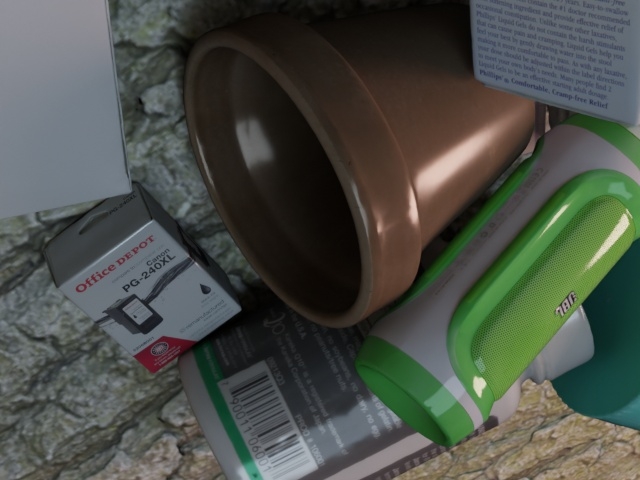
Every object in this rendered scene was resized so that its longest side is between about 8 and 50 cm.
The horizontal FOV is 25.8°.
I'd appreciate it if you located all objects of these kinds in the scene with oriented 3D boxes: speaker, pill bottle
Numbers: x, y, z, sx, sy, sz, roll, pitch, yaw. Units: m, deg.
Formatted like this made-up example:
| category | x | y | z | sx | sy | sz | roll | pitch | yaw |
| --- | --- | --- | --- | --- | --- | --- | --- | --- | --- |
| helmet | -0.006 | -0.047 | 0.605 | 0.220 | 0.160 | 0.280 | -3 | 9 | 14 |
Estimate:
| category | x | y | z | sx | sy | sz | roll | pitch | yaw |
| --- | --- | --- | --- | --- | --- | --- | --- | --- | --- |
| speaker | 0.164 | 0.030 | 1.189 | 0.296 | 0.131 | 0.131 | -47 | 133 | -14 |
| pill bottle | 0.063 | 0.117 | 1.339 | 0.361 | 0.204 | 0.204 | -26 | 132 | -3 |

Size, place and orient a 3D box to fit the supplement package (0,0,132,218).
| category | x | y | z | sx | sy | sz | roll | pitch | yaw |
| --- | --- | --- | --- | --- | --- | --- | --- | --- | --- |
| supplement package | -0.263 | -0.157 | 1.025 | 0.204 | 0.145 | 0.262 | -12 | 129 | -14 |

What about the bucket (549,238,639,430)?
| category | x | y | z | sx | sy | sz | roll | pitch | yaw |
| --- | --- | --- | --- | --- | --- | --- | --- | --- | --- |
| bucket | 0.359 | 0.070 | 1.395 | 0.183 | 0.281 | 0.281 | 11 | 121 | -24 |

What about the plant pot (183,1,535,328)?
| category | x | y | z | sx | sy | sz | roll | pitch | yaw |
| --- | --- | --- | --- | --- | --- | --- | --- | --- | --- |
| plant pot | 0.046 | -0.092 | 1.170 | 0.229 | 0.263 | 0.263 | -29 | 135 | -26 |

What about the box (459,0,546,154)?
| category | x | y | z | sx | sy | sz | roll | pitch | yaw |
| --- | --- | --- | --- | --- | --- | --- | --- | --- | --- |
| box | 0.159 | -0.218 | 1.213 | 0.067 | 0.063 | 0.324 | -14 | 130 | -12 |

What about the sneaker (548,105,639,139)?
| category | x | y | z | sx | sy | sz | roll | pitch | yaw |
| --- | --- | --- | --- | --- | --- | --- | --- | --- | --- |
| sneaker | 0.395 | -0.154 | 1.317 | 0.366 | 0.135 | 0.150 | -29 | 129 | 1 |

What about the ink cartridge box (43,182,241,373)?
| category | x | y | z | sx | sy | sz | roll | pitch | yaw |
| --- | --- | --- | --- | --- | --- | --- | --- | --- | --- |
| ink cartridge box | -0.161 | 0.036 | 1.273 | 0.109 | 0.063 | 0.150 | -36 | 132 | 6 |

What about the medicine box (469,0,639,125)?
| category | x | y | z | sx | sy | sz | roll | pitch | yaw |
| --- | --- | --- | --- | --- | --- | --- | --- | --- | --- |
| medicine box | 0.236 | -0.284 | 1.056 | 0.263 | 0.149 | 0.289 | -44 | 140 | -37 |
